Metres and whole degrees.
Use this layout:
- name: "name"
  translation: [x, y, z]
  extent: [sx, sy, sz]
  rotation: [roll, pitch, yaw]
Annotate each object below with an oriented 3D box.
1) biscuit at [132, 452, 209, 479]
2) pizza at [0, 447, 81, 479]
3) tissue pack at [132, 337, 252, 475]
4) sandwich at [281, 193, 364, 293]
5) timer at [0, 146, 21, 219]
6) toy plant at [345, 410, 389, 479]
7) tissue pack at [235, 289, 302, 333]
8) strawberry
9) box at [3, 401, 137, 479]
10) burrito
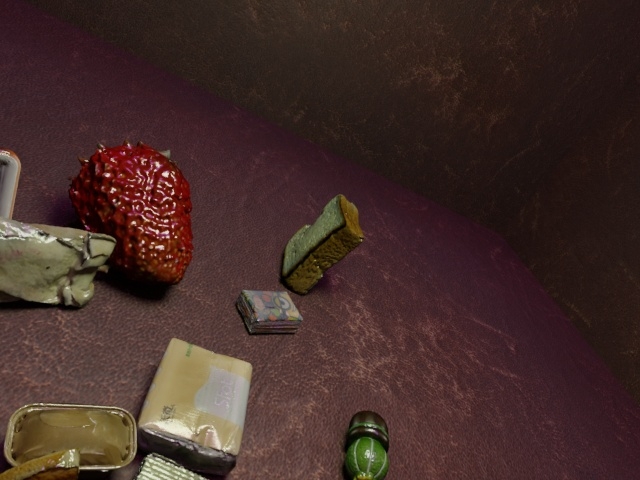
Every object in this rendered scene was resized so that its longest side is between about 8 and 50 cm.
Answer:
- name: "biscuit"
  translation: [-0.231, 0.437, 0.684]
  extent: [0.147, 0.046, 0.250]
  rotation: [29, 25, -11]
- name: "pizza"
  translation: [-0.383, 0.339, 0.629]
  extent: [0.175, 0.134, 0.046]
  rotation: [-24, 40, -15]
- name: "tissue pack"
  translation: [-0.225, 0.300, 0.886]
  extent: [0.186, 0.090, 0.222]
  rotation: [24, 26, -12]
- name: "sandwich"
  translation: [0.001, 0.001, 1.469]
  extent: [0.095, 0.273, 0.249]
  rotation: [39, 23, -21]
- name: "timer"
  translation: [-0.693, -0.076, 0.841]
  extent: [0.257, 0.250, 0.161]
  rotation: [6, 36, -44]
- name: "toy plant"
  translation: [0.097, 0.440, 1.005]
  extent: [0.092, 0.093, 0.162]
  rotation: [29, 28, -7]
- name: "tissue pack"
  translation: [-0.131, 0.182, 1.240]
  extent: [0.148, 0.060, 0.109]
  rotation: [9, 33, -42]
- name: "strawberry"
  translation: [-0.436, -0.051, 1.117]
  extent: [0.292, 0.292, 0.344]
  rotation: [14, 45, -34]
- name: "box"
  translation: [-0.367, 0.298, 0.714]
  extent: [0.177, 0.111, 0.111]
  rotation: [15, 30, -32]
- name: "burrito"
  translation: [-0.565, 0.039, 0.881]
  extent: [0.347, 0.175, 0.107]
  rotation: [4, 12, -44]
